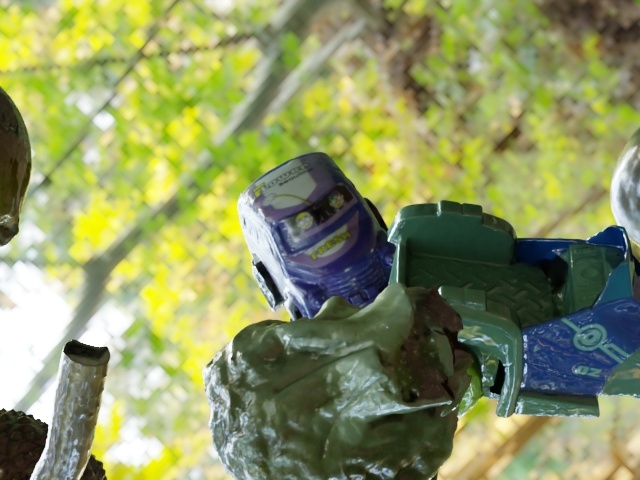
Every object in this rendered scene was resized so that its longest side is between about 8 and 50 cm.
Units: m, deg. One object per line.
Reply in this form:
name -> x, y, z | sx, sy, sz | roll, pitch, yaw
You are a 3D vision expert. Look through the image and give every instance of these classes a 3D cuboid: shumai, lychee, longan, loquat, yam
shumai -> 0.037, 0.151, 1.766 | 0.256, 0.218, 0.189 | 33, -147, -22
lychee -> -0.422, 0.362, 2.595 | 0.271, 0.271, 0.271 | 42, -170, -9
longan -> 0.405, -0.063, 2.099 | 0.167, 0.187, 0.167 | 14, -107, -57
loquat -> -0.335, -0.077, 1.755 | 0.195, 0.152, 0.152 | 51, -168, 18
yam -> -0.235, 0.227, 1.694 | 0.045, 0.327, 0.045 | 2, -147, -25

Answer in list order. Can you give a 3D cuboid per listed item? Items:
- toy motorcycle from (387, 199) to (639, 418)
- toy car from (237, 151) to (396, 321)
toy motorcycle -> 0.224, 0.068, 1.971 | 0.326, 0.200, 0.191 | 6, -141, -2
toy car -> 0.000, 0.000, 2.308 | 0.235, 0.172, 0.158 | 48, 166, 57
